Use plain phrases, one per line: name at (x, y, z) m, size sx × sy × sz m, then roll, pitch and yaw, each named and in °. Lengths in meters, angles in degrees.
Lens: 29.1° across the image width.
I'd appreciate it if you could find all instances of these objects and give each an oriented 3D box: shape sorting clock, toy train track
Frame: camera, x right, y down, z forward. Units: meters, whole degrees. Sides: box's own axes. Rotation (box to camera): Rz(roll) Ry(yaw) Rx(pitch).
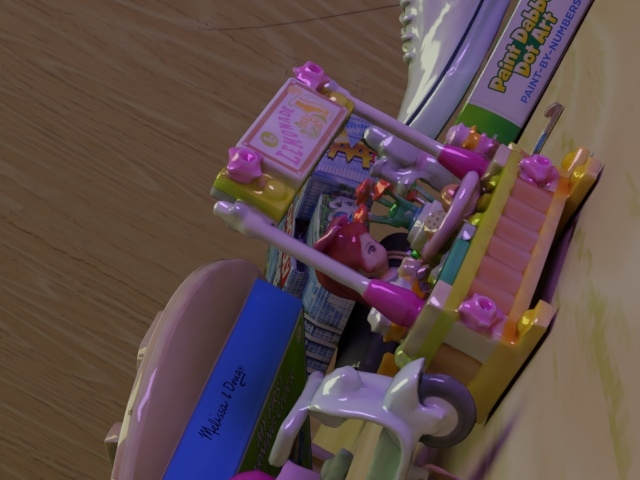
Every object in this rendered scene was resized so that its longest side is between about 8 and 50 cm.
shape sorting clock at (-0.037, 0.109, 0.439) m, size 0.206 × 0.040 × 0.206 m, roll 5°, pitch -90°, yaw -78°
toy train track at (0.112, -0.043, 0.706) m, size 0.083 × 0.014 × 0.048 m, roll -62°, pitch -3°, yaw 19°

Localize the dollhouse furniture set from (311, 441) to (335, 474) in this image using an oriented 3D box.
dollhouse furniture set at (-0.096, 0.218, 0.938) m, size 0.182 × 0.161 × 0.101 m, roll -60°, pitch -4°, yaw -20°

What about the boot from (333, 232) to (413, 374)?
boot at (0.031, 0.091, 1.039) m, size 0.198 × 0.076 × 0.137 m, roll 111°, pitch -177°, yaw -60°

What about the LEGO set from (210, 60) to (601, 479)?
LEGO set at (0.023, -0.001, 0.456) m, size 0.132 × 0.107 × 0.287 m, roll -63°, pitch -3°, yaw 18°

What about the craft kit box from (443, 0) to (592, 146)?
craft kit box at (0.180, -0.171, 1.056) m, size 0.250 × 0.061 × 0.247 m, roll -45°, pitch -21°, yaw -80°

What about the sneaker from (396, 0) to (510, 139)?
sneaker at (0.104, -0.187, 1.038) m, size 0.094 × 0.091 × 0.258 m, roll 58°, pitch -122°, yaw -87°

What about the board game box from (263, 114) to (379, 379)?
board game box at (0.000, 0.000, 1.021) m, size 0.194 × 0.060 × 0.194 m, roll -85°, pitch 13°, yaw -55°
